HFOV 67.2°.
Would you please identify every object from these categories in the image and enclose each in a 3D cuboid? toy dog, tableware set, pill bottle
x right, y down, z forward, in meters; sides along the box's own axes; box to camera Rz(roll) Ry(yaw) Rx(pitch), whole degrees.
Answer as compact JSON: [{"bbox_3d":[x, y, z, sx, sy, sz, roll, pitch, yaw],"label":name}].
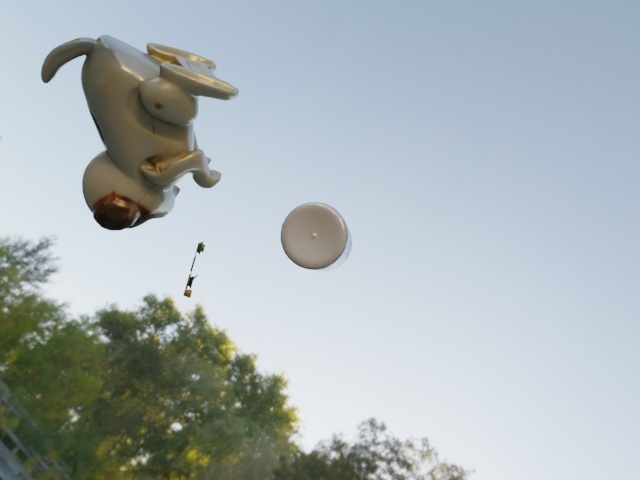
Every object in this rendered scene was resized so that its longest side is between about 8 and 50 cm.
[{"bbox_3d":[-0.405,-0.213,1.084,0.284,0.395,0.408,45,-57,41],"label":"toy dog"},{"bbox_3d":[-0.338,0.078,1.299,0.024,0.154,0.104,17,-9,-13],"label":"tableware set"},{"bbox_3d":[0.000,0.000,1.016,0.130,0.130,0.245,41,1,8],"label":"pill bottle"}]
